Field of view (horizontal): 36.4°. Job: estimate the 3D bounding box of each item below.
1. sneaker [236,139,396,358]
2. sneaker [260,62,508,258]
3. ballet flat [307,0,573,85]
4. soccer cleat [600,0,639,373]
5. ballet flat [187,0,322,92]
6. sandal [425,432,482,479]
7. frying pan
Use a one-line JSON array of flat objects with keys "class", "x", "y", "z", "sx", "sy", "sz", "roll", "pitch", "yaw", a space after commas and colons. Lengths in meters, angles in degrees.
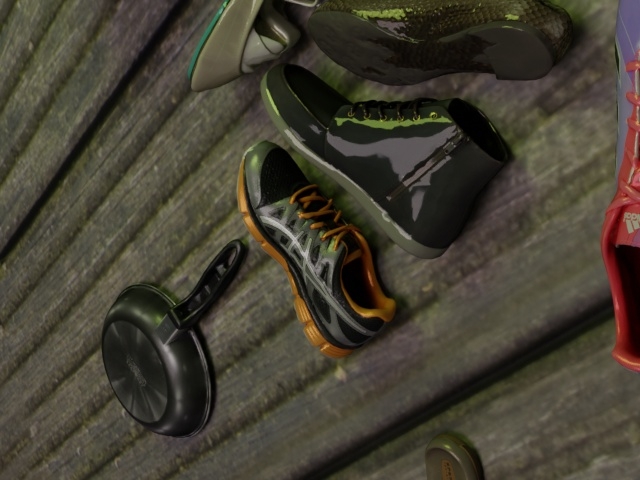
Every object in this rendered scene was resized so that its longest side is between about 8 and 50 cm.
[{"class": "sneaker", "x": 0.000, "y": 0.000, "z": 0.893, "sx": 0.083, "sy": 0.084, "sz": 0.215, "roll": -26, "pitch": 94, "yaw": 43}, {"class": "sneaker", "x": 0.053, "y": -0.100, "z": 0.812, "sx": 0.222, "sy": 0.083, "sz": 0.118, "roll": 44, "pitch": 125, "yaw": 13}, {"class": "ballet flat", "x": 0.089, "y": -0.168, "z": 0.768, "sx": 0.250, "sy": 0.058, "sz": 0.084, "roll": 12, "pitch": 151, "yaw": 47}, {"class": "soccer cleat", "x": 0.203, "y": -0.043, "z": 0.568, "sx": 0.083, "sy": 0.095, "sz": 0.248, "roll": 7, "pitch": 109, "yaw": 45}, {"class": "ballet flat", "x": -0.043, "y": -0.214, "z": 0.865, "sx": 0.086, "sy": 0.086, "sz": 0.248, "roll": 49, "pitch": 131, "yaw": 21}, {"class": "sandal", "x": 0.122, "y": 0.265, "z": 0.879, "sx": 0.072, "sy": 0.049, "sz": 0.180, "roll": -7, "pitch": 99, "yaw": 45}, {"class": "frying pan", "x": -0.163, "y": 0.133, "z": 1.118, "sx": 0.326, "sy": 0.053, "sz": 0.197, "roll": -22, "pitch": 89, "yaw": 49}]
